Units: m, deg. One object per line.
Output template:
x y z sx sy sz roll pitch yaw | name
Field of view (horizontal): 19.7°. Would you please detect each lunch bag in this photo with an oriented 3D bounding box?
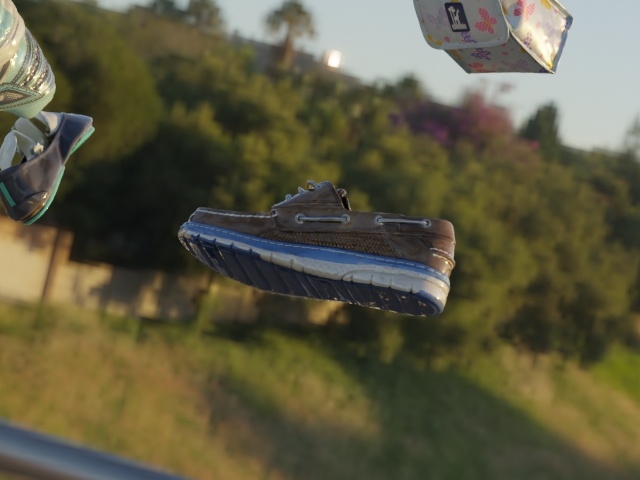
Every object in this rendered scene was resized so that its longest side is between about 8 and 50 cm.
0.101 -0.137 1.123 0.071 0.053 0.083 6 -24 42 | lunch bag

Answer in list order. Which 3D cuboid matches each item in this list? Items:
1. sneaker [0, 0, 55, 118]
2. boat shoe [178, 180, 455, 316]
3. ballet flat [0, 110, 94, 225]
-0.336 -0.116 1.478 0.283 0.110 0.122 -8 -42 34 | sneaker
0.000 0.000 1.184 0.183 0.066 0.066 13 -21 15 | boat shoe
-0.275 -0.089 1.806 0.074 0.074 0.203 14 30 2 | ballet flat
